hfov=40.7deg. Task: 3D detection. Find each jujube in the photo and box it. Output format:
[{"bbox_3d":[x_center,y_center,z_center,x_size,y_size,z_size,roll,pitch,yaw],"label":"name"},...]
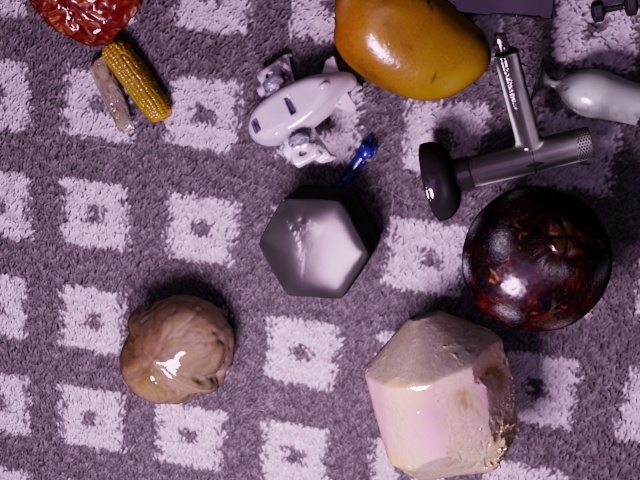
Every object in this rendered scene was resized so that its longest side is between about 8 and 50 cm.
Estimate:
[{"bbox_3d":[-0.475,-0.506,1.710,0.213,0.213,0.232,-41,113,18],"label":"jujube"}]

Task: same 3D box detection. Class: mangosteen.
[{"bbox_3d":[0.393,0.040,1.599,0.288,0.288,0.288,3,103,13],"label":"mangosteen"}]

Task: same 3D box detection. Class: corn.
[{"bbox_3d":[-0.385,-0.338,1.818,0.068,0.068,0.207,-36,94,18],"label":"corn"}]

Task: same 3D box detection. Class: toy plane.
[{"bbox_3d":[-0.034,-0.265,1.729,0.245,0.117,0.244,-1,88,23],"label":"toy plane"}]

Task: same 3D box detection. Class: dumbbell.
[{"bbox_3d":[0.540,-0.427,1.590,0.083,0.040,0.036,-8,131,15],"label":"dumbbell"}]

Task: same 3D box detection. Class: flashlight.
[{"bbox_3d":[0.078,-0.155,1.764,0.035,0.057,0.121,21,118,-31],"label":"flashlight"}]

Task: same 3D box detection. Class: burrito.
[{"bbox_3d":[-0.446,-0.311,1.852,0.051,0.042,0.171,-22,95,27],"label":"burrito"}]

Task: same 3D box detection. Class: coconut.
[{"bbox_3d":[0.239,0.286,1.692,0.298,0.297,0.309,-10,105,15],"label":"coconut"}]

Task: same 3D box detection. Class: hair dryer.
[{"bbox_3d":[0.315,-0.223,1.620,0.320,0.156,0.284,-23,99,19],"label":"hair dryer"}]

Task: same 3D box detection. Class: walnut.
[{"bbox_3d":[-0.308,0.234,1.847,0.248,0.248,0.248,3,103,13],"label":"walnut"}]

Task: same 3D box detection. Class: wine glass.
[{"bbox_3d":[0.500,-0.275,1.604,0.202,0.093,0.093,16,106,9],"label":"wine glass"}]

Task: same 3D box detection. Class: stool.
[{"bbox_3d":[0.000,0.000,1.758,0.232,0.141,0.232,5,108,14],"label":"stool"}]

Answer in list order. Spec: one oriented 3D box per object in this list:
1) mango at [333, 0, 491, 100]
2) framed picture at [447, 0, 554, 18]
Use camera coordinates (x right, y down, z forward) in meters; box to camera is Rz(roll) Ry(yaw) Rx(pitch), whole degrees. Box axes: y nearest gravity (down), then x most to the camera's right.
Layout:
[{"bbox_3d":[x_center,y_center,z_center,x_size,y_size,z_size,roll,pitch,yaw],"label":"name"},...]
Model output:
[{"bbox_3d":[0.166,-0.381,1.625,0.317,0.173,0.211,28,107,-6],"label":"mango"},{"bbox_3d":[0.324,-0.595,1.617,0.255,0.014,0.338,6,104,12],"label":"framed picture"}]
